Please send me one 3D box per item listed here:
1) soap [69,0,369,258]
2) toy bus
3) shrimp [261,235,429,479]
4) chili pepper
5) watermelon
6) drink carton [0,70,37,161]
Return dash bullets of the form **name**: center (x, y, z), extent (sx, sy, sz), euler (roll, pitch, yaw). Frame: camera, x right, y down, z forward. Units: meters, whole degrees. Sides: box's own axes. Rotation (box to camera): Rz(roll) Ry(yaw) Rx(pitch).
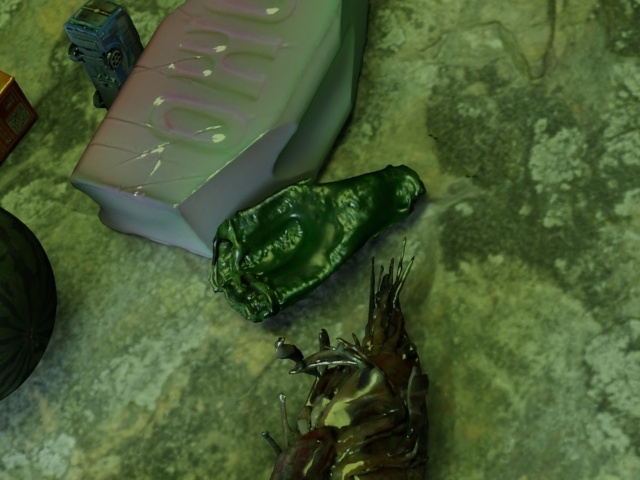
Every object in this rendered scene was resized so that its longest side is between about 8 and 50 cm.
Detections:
- **soap**: center (-0.074, -0.144, 1.786), extent (0.193, 0.109, 0.324), euler (17, 65, 27)
- **toy bus**: center (-0.197, -0.169, 1.819), extent (0.051, 0.153, 0.061), euler (17, 60, 27)
- **shrimp**: center (0.024, 0.141, 1.567), extent (0.145, 0.116, 0.343), euler (12, 58, 0)
- **chili pepper**: center (-0.001, -0.001, 1.700), extent (0.216, 0.062, 0.108), euler (-28, 64, 0)
- **watermelon**: center (-0.347, 0.055, 1.699), extent (0.212, 0.212, 0.212), euler (-9, 56, 14)
- **drink carton**: center (-0.391, -0.076, 1.880), extent (0.096, 0.071, 0.223), euler (27, 71, 30)
